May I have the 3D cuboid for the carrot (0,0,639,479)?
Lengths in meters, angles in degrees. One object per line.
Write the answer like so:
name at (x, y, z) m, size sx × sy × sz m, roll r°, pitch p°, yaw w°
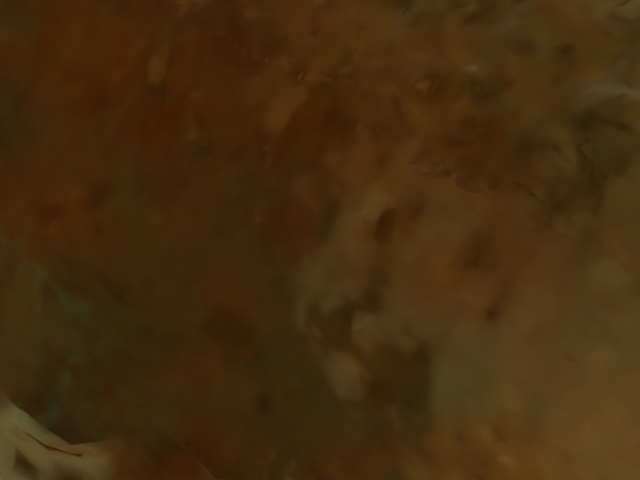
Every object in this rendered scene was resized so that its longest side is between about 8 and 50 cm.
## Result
carrot at (0.000, 0.000, 0.476) m, size 0.224 × 0.341 × 0.224 m, roll -43°, pitch 150°, yaw -32°
